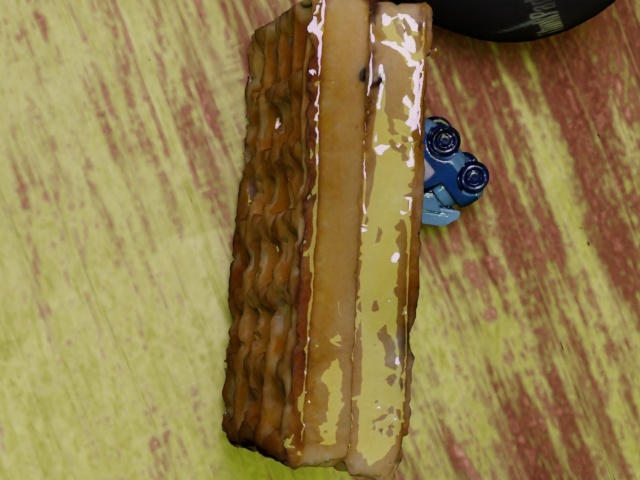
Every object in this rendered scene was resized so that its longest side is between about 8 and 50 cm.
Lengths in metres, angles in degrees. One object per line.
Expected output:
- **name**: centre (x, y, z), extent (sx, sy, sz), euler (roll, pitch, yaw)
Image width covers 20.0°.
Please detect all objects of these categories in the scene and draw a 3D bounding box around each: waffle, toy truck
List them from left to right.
- **waffle**: centre (0.001, 0.000, 1.220), extent (0.091, 0.213, 0.308), euler (5, 87, -14)
- **toy truck**: centre (0.071, -0.043, 1.321), extent (0.090, 0.056, 0.073), euler (-38, 103, 2)

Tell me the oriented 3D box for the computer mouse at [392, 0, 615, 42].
- **computer mouse**: centre (0.081, -0.216, 1.262), extent (0.269, 0.170, 0.100), euler (31, 68, -7)
